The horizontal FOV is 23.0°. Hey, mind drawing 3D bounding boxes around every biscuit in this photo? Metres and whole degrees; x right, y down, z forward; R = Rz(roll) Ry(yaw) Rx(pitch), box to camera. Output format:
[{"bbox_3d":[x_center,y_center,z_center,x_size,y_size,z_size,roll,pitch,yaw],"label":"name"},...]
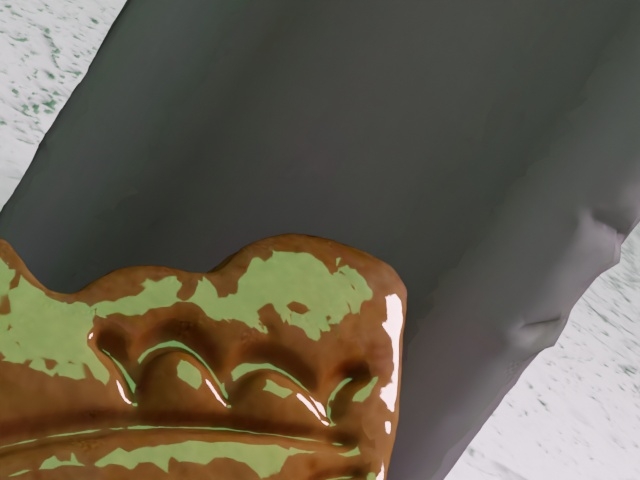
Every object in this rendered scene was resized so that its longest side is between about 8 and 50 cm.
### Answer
[{"bbox_3d":[-0.044,0.139,0.468,0.284,0.043,0.306,-31,86,-28],"label":"biscuit"}]

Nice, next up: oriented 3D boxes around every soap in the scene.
[{"bbox_3d":[0.016,-0.069,0.703,0.213,0.435,0.350,34,18,-7],"label":"soap"}]
